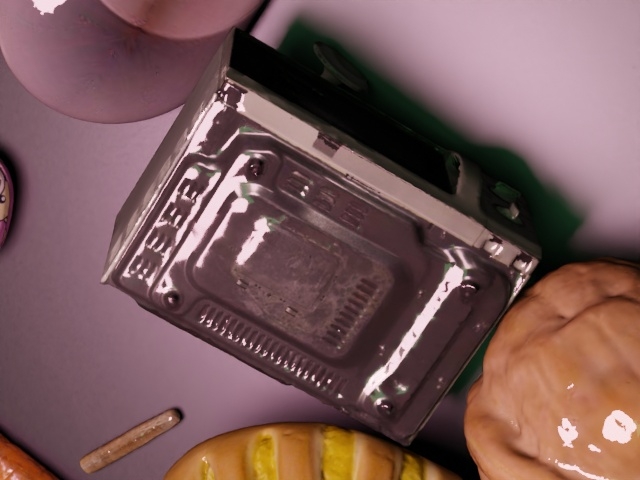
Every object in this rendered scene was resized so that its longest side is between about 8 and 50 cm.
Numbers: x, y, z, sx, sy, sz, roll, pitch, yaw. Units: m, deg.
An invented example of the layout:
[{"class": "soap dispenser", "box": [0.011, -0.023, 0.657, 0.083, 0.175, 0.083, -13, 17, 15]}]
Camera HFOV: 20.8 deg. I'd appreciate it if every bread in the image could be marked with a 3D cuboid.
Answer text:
[{"class": "bread", "box": [0.002, 0.290, 1.504, 0.333, 0.160, 0.333, 9, 135, 9]}]

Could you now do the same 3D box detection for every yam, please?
[{"class": "yam", "box": [-0.181, 0.191, 1.664, 0.116, 0.021, 0.021, -30, 91, 21]}]

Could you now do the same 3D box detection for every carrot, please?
[{"class": "carrot", "box": [-0.298, 0.223, 1.690, 0.248, 0.059, 0.059, 41, 108, 10]}]

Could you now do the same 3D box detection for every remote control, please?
[{"class": "remote control", "box": [-0.141, -0.245, 1.495, 0.221, 0.103, 0.332, 22, 112, -31]}]

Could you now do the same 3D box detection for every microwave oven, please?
[{"class": "microwave oven", "box": [0.000, 0.000, 1.446, 0.295, 0.181, 0.237, 29, 107, -12]}]

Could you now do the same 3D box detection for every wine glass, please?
[{"class": "wine glass", "box": [-0.032, -0.099, 1.539, 0.073, 0.073, 0.155, 44, 109, 5]}]

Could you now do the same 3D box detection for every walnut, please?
[{"class": "walnut", "box": [0.255, 0.169, 1.398, 0.285, 0.285, 0.296, 7, 109, 15]}]

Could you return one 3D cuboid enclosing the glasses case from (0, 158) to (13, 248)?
[{"class": "glasses case", "box": [-0.439, -0.065, 1.665, 0.316, 0.076, 0.123, 18, 104, 13]}]
